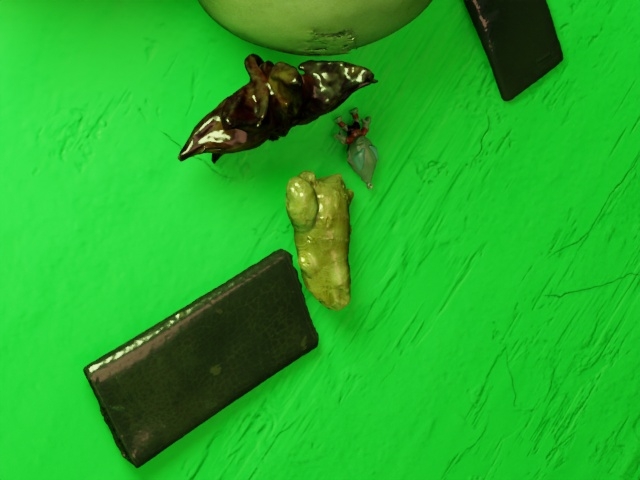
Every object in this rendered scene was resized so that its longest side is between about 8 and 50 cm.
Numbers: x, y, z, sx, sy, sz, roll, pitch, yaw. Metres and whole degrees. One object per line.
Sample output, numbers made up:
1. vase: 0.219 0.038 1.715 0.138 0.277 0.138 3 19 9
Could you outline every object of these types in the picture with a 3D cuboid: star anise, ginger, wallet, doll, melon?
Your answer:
1. star anise: -0.060 -0.176 1.445 0.272 0.272 0.103 -22 88 -24
2. ginger: 0.004 -0.012 1.604 0.081 0.115 0.206 -5 120 12
3. wallet: -0.151 0.152 1.583 0.321 0.044 0.170 -33 120 -22
4. doll: 0.055 -0.123 1.621 0.057 0.039 0.114 -43 117 -53
5. wallet: 0.267 -0.328 1.690 0.124 0.025 0.244 -36 121 -16
6. melon: -0.009 -0.345 1.370 0.330 0.268 0.269 -12 112 -16
